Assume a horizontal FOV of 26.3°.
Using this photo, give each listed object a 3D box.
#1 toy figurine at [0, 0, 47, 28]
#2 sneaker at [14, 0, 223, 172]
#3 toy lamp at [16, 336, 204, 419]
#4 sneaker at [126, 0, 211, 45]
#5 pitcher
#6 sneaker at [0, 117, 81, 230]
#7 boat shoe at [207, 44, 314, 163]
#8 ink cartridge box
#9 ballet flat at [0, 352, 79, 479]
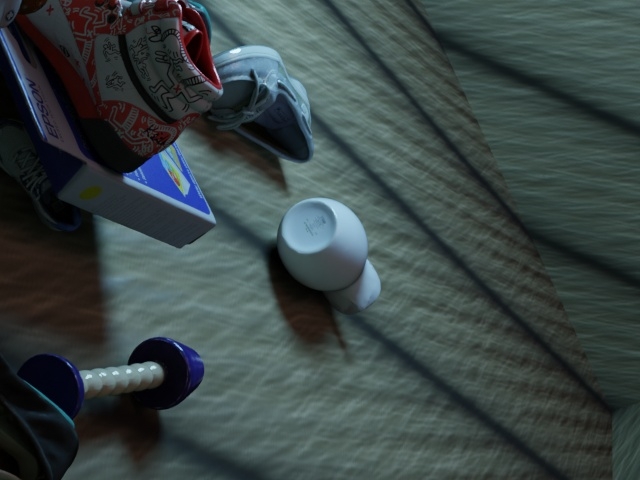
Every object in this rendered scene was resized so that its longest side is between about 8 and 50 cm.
[{"bbox_3d":[-0.346,-0.249,1.160,0.148,0.209,0.213,-36,105,-59],"label":"toy figurine"},{"bbox_3d":[-0.199,-0.211,1.313,0.270,0.145,0.090,58,15,12],"label":"sneaker"},{"bbox_3d":[-0.196,0.139,1.360,0.275,0.080,0.080,-2,72,-69],"label":"toy lamp"},{"bbox_3d":[-0.216,-0.256,1.430,0.295,0.124,0.178,43,7,-44],"label":"sneaker"},{"bbox_3d":[0.000,0.000,1.986,0.178,0.125,0.207,55,1,27],"label":"pitcher"},{"bbox_3d":[-0.276,-0.064,1.359,0.135,0.052,0.058,57,-14,-28],"label":"sneaker"},{"bbox_3d":[-0.086,-0.190,1.936,0.103,0.118,0.320,70,12,16],"label":"boat shoe"},{"bbox_3d":[-0.262,-0.155,1.409,0.307,0.072,0.303,26,32,-59],"label":"ink cartridge box"},{"bbox_3d":[-0.290,0.125,1.112,0.280,0.095,0.096,53,37,-38],"label":"ballet flat"}]
